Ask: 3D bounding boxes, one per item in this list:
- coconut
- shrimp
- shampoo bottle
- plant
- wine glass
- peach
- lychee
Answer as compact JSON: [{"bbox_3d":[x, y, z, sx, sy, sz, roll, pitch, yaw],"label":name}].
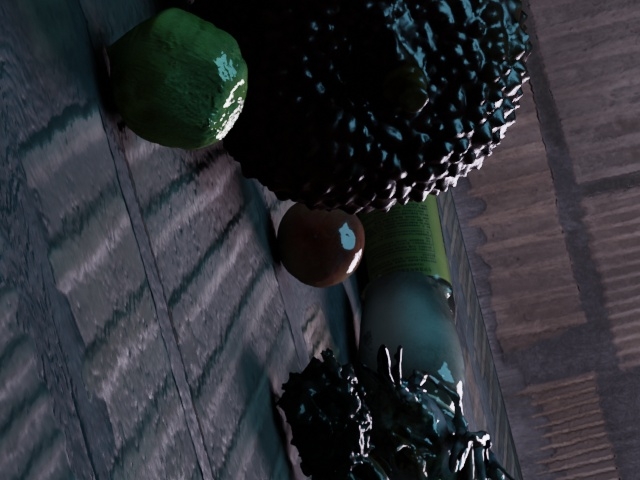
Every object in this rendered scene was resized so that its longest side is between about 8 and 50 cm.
[{"bbox_3d":[-0.095,-0.105,1.186,0.088,0.096,0.088,20,90,-81],"label":"coconut"},{"bbox_3d":[0.111,0.210,1.731,0.372,0.172,0.137,75,11,-62],"label":"shrimp"},{"bbox_3d":[0.098,0.042,2.108,0.101,0.101,0.284,61,19,-61],"label":"shampoo bottle"},{"bbox_3d":[0.015,0.175,1.488,0.085,0.087,0.174,-27,111,-45],"label":"plant"},{"bbox_3d":[0.094,0.130,1.919,0.204,0.111,0.111,-91,165,-44],"label":"wine glass"},{"bbox_3d":[0.001,0.001,1.630,0.083,0.083,0.083,-13,90,-81],"label":"peach"},{"bbox_3d":[0.029,-0.160,1.450,0.304,0.275,0.276,-132,-158,-62],"label":"lychee"}]
